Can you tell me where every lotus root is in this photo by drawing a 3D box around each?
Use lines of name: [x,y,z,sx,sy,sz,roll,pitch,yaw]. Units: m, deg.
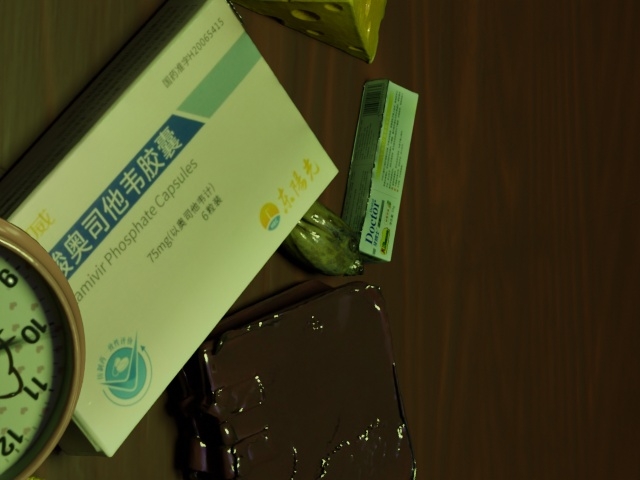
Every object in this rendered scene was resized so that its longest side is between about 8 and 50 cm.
lotus root: [0.000,0.000,1.700,0.099,0.049,0.054,39,87,-30]

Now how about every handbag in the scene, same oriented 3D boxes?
handbag: [-0.024,0.151,1.658,0.216,0.074,0.203,-24,104,-39]

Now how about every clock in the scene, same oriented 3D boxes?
clock: [-0.285,0.089,1.387,0.244,0.056,0.244,-6,106,-24]

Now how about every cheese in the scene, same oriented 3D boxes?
cheese: [0.016,-0.224,1.718,0.171,0.126,0.093,28,70,-61]

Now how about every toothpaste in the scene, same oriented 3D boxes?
toothpaste: [0.051,-0.064,1.762,0.046,0.034,0.164,20,74,-41]

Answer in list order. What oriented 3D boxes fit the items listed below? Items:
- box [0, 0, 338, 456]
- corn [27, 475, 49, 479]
box: [-0.141,-0.019,1.559,0.343,0.065,0.200,-52,121,-31]
corn: [-0.202,0.204,1.520,0.083,0.027,0.028,27,103,-37]
